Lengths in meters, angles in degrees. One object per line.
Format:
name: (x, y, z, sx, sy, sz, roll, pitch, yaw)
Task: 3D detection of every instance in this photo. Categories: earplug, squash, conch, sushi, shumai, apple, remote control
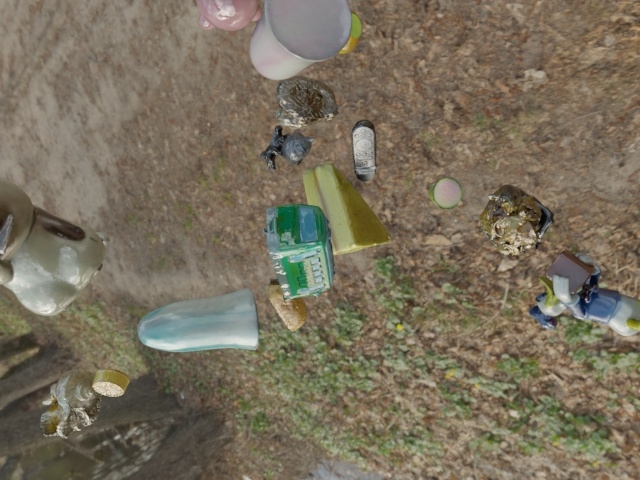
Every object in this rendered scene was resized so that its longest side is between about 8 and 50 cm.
earplug: (-0.071, -0.418, 1.035, 0.301, 0.172, 0.172, 3, 111, 69)
squash: (0.391, -0.158, 1.627, 0.132, 0.105, 0.105, -154, 48, -75)
conch: (-0.722, 0.467, 1.398, 0.245, 0.178, 0.163, -18, 119, 31)
earplug: (-0.351, 0.245, 1.401, 0.185, 0.323, 0.185, 175, 90, -71)
sushi: (0.591, -0.062, 1.499, 0.200, 0.204, 0.213, 29, 125, 30)
shumai: (-0.063, -0.510, 1.825, 0.185, 0.218, 0.184, -175, 78, -78)
apple: (0.055, -0.550, 1.286, 0.099, 0.102, 0.114, 3, 76, 42)
remote control: (0.160, -0.325, 1.775, 0.090, 0.066, 0.266, 2, 141, 9)

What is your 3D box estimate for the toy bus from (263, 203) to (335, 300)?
toy bus: (-0.058, 0.040, 1.564, 0.344, 0.199, 0.184, 81, -178, -57)

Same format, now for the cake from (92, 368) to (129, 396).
cake: (-0.519, 0.351, 1.215, 0.084, 0.084, 0.044, 120, 160, -44)

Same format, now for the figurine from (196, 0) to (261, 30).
figurine: (-0.241, -0.636, 1.282, 0.173, 0.173, 0.173, 23, 124, 40)

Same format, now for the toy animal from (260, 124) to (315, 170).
toy animal: (-0.072, -0.244, 1.389, 0.117, 0.121, 0.210, 39, 170, -36)

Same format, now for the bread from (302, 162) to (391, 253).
bread: (0.090, -0.132, 1.943, 0.233, 0.244, 0.362, -18, 85, 48)

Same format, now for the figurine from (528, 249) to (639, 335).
figurine: (0.642, 0.154, 1.216, 0.283, 0.205, 0.338, 39, 151, -10)

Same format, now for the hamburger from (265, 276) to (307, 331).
hamburger: (-0.138, 0.282, 2.176, 0.130, 0.124, 0.262, -18, 118, 17)

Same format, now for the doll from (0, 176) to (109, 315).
doll: (-0.633, 0.011, 1.039, 0.215, 0.370, 0.226, -44, 50, 5)
